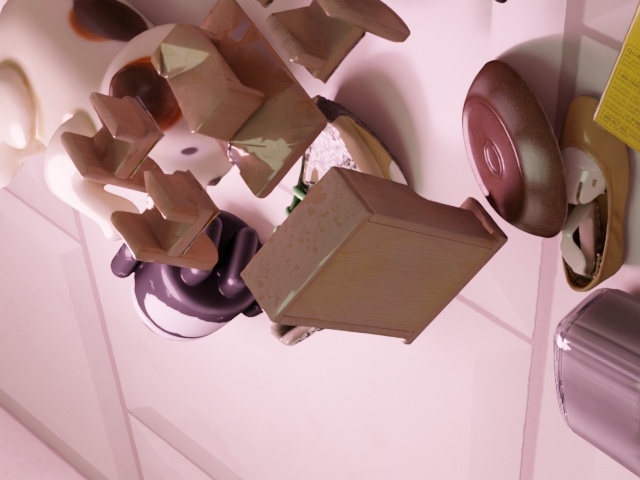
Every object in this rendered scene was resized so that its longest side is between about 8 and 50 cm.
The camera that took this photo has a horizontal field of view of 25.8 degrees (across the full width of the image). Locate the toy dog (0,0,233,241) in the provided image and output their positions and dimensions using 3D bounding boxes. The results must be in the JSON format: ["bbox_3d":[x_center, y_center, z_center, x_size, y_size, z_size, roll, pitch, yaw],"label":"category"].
[{"bbox_3d":[-0.243,-0.201,1.857,0.408,0.284,0.395,20,110,43],"label":"toy dog"}]

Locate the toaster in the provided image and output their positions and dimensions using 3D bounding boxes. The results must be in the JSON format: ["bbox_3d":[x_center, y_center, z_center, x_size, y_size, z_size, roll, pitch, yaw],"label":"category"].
[{"bbox_3d":[0.342,0.150,1.529,0.146,0.129,0.227,27,145,40],"label":"toaster"}]

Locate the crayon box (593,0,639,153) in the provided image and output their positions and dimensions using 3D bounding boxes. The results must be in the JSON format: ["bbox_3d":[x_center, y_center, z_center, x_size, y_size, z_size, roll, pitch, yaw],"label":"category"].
[{"bbox_3d":[0.369,-0.166,1.177,0.202,0.081,0.318,40,150,19],"label":"crayon box"}]

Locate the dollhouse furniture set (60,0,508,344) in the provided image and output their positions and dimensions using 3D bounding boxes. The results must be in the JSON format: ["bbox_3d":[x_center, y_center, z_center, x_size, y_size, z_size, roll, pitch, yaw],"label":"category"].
[{"bbox_3d":[-0.020,-0.096,1.535,0.362,0.256,0.394,-49,57,21],"label":"dollhouse furniture set"}]

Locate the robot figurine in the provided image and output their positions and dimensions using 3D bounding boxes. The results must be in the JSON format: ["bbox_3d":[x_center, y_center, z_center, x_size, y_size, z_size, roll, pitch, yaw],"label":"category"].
[{"bbox_3d":[-0.186,0.056,2.112,0.209,0.173,0.278,54,151,0],"label":"robot figurine"}]

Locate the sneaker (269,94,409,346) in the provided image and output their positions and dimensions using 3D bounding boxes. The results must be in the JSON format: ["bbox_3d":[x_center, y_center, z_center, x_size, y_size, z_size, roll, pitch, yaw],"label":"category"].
[{"bbox_3d":[0.000,0.000,1.779,0.158,0.182,0.410,34,146,29],"label":"sneaker"}]

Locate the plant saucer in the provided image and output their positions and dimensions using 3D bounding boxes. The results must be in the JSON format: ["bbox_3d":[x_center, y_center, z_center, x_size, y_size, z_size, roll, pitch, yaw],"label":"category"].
[{"bbox_3d":[0.196,-0.090,1.475,0.198,0.036,0.198,159,90,-77],"label":"plant saucer"}]

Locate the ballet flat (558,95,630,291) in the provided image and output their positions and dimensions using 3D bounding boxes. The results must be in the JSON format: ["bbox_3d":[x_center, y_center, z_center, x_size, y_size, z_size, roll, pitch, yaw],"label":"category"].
[{"bbox_3d":[0.279,-0.040,1.456,0.080,0.073,0.232,21,139,38],"label":"ballet flat"}]

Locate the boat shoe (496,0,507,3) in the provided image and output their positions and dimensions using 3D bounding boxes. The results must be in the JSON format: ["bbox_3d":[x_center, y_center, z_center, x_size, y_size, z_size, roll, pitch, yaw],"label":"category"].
[{"bbox_3d":[0.180,-0.286,1.340,0.049,0.056,0.152,38,158,13],"label":"boat shoe"}]
